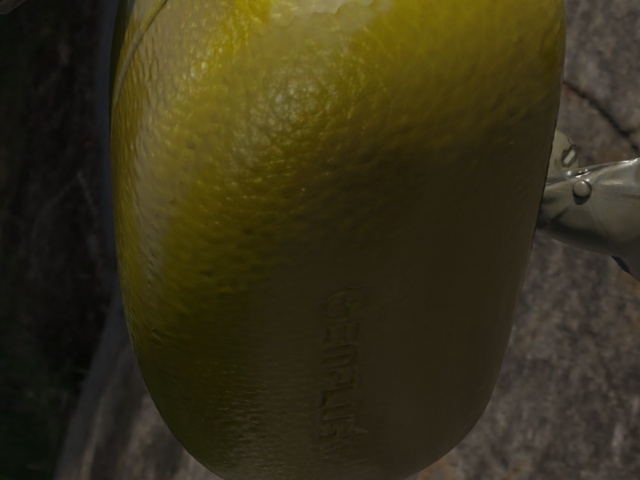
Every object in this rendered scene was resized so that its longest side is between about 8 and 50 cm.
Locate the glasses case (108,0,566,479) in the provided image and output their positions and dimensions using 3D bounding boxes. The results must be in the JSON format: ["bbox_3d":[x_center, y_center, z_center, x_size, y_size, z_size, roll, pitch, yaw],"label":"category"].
[{"bbox_3d":[0.000,0.000,0.570,0.371,0.173,0.141,90,172,-55],"label":"glasses case"}]

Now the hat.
[{"bbox_3d":[0.196,-0.006,0.799,0.147,0.175,0.085,-1,53,33],"label":"hat"}]

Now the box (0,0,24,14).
[{"bbox_3d":[-0.235,-0.233,0.886,0.230,0.050,0.160,-28,76,23],"label":"box"}]
